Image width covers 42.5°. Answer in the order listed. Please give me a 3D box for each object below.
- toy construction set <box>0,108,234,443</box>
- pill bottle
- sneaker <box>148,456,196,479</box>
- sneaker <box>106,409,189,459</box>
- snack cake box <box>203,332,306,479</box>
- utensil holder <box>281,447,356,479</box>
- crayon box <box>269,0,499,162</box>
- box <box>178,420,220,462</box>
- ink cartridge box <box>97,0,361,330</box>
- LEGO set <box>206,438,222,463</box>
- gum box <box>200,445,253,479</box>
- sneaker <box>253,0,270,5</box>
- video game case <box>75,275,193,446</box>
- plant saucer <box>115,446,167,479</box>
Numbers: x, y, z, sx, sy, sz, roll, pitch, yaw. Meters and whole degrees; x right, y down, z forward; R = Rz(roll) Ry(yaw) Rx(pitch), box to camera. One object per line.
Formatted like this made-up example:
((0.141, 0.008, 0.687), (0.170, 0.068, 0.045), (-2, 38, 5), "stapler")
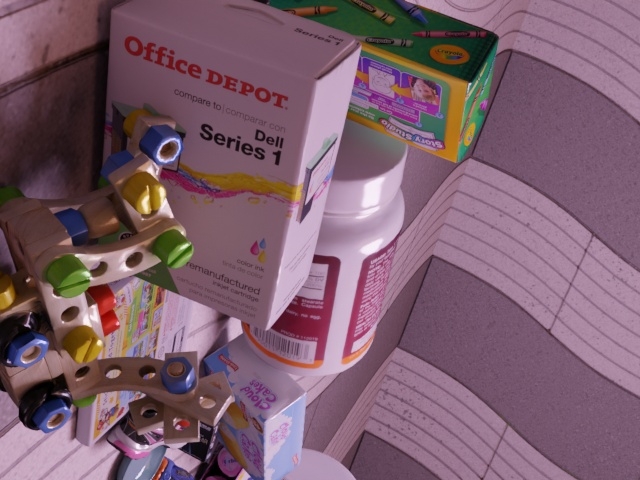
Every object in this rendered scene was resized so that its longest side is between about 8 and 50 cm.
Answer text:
((-0.193, 0.062, 0.744), (0.215, 0.151, 0.327), (-32, 132, -29), "toy construction set")
((0.000, 0.000, 1.209), (0.224, 0.224, 0.392), (-52, 160, -42), "pill bottle")
((-0.227, 0.424, 1.331), (0.083, 0.087, 0.221), (-58, 163, -25), "sneaker")
((-0.208, 0.241, 1.124), (0.077, 0.072, 0.178), (-54, 169, 14), "sneaker")
((-0.108, 0.291, 1.372), (0.089, 0.152, 0.264), (-33, 150, -27), "snack cake box")
((-0.064, 0.700, 1.841), (0.327, 0.328, 0.385), (-52, 158, -42), "utensil holder")
((0.065, -0.215, 0.999), (0.081, 0.279, 0.165), (-59, 163, -21), "crayon box")
((-0.197, 0.286, 1.233), (0.018, 0.083, 0.067), (-36, 147, -63), "box")
((-0.097, -0.081, 0.794), (0.117, 0.202, 0.278), (-53, 160, -54), "ink cartridge box")
((-0.137, 0.343, 1.624), (0.182, 0.060, 0.244), (-65, 154, 1), "LEGO set")
((-0.178, 0.460, 1.530), (0.188, 0.062, 0.107), (-58, 156, 4), "gum box")
((-0.097, -0.149, 0.912), (0.098, 0.135, 0.276), (-33, 122, -42), "sneaker")
((-0.221, 0.112, 1.014), (0.206, 0.026, 0.226), (-44, 154, -54), "video game case")
((-0.261, 0.320, 1.189), (0.119, 0.021, 0.119), (-56, 161, -30), "plant saucer")
